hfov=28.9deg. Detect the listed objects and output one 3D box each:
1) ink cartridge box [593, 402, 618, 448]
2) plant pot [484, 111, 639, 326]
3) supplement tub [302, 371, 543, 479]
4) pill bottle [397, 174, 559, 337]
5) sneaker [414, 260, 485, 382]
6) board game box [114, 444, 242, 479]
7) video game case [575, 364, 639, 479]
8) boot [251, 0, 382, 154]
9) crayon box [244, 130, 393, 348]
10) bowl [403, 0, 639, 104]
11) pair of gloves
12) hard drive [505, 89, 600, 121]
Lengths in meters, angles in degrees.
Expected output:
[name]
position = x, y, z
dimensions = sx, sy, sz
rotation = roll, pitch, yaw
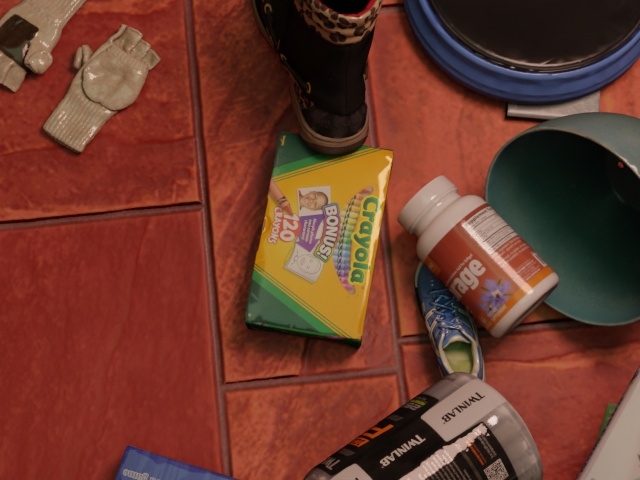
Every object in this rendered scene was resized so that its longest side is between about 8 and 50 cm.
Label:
[ink cartridge box]
position = 0.435, 0.383, 1.596
dimensions = 0.211, 0.121, 0.289
rotation = 27, 77, -26
[plant pot]
position = 0.397, -0.057, 1.679
dimensions = 0.195, 0.290, 0.290
rotation = -33, 78, -35
[supplement tub]
position = 0.109, 0.323, 1.572
dimensions = 0.316, 0.193, 0.194
rotation = -32, 79, -21
[pill bottle]
position = 0.209, 0.018, 1.685
dimensions = 0.121, 0.121, 0.216
rotation = -41, 76, -8
[sneaker]
position = 0.185, 0.116, 1.719
dimensions = 0.080, 0.081, 0.211
rotation = -17, 75, -2
[board game box]
position = -0.157, 0.471, 1.651
dimensions = 0.318, 0.066, 0.318
rotation = 16, 78, 3
[video game case]
position = 0.493, 0.301, 1.495
dimensions = 0.329, 0.036, 0.300
rotation = 31, 79, 5
[boot]
position = -0.008, -0.341, 1.692
dimensions = 0.138, 0.284, 0.378
rotation = -8, 62, -9
[crayon box]
position = 0.000, 0.000, 1.746
dimensions = 0.165, 0.081, 0.279
rotation = 10, 78, 3
[bowl]
position = 0.314, -0.393, 1.819
dimensions = 0.391, 0.077, 0.391
rotation = 0, 73, 0
[pair of gloves]
position = -0.374, -0.270, 1.829
dimensions = 0.240, 0.042, 0.204
rotation = 42, 81, 8
[hard drive]
position = 0.342, -0.220, 1.822
dimensions = 0.135, 0.022, 0.094
rotation = 5, 78, 2
